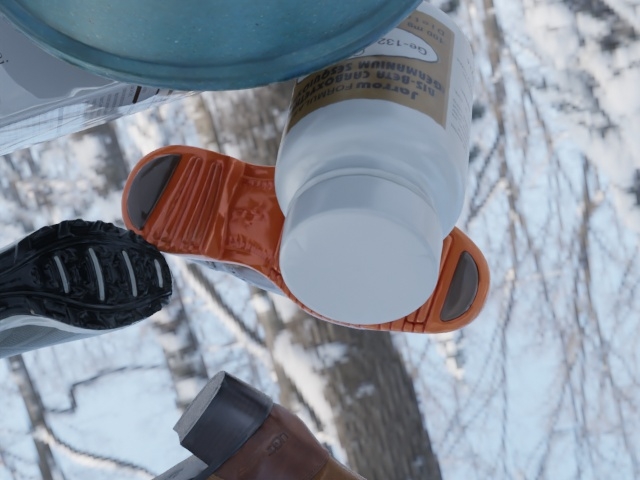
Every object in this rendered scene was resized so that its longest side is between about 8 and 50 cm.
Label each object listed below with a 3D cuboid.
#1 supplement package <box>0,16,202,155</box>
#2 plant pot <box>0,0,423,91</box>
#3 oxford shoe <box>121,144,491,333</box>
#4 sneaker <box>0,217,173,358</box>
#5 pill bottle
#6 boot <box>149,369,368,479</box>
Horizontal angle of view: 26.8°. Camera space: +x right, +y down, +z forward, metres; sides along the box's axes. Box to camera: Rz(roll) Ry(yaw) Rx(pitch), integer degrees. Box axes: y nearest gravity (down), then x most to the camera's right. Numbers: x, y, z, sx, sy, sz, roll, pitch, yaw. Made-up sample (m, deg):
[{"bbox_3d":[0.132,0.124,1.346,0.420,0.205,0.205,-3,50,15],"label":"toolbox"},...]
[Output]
[{"bbox_3d":[-0.173,-0.192,1.055,0.292,0.178,0.175,-20,180,-13],"label":"supplement package"},{"bbox_3d":[-0.075,-0.320,0.758,0.341,0.334,0.341,0,-120,1],"label":"plant pot"},{"bbox_3d":[0.000,0.000,1.191,0.363,0.130,0.132,20,176,31],"label":"oxford shoe"},{"bbox_3d":[-0.260,0.051,1.159,0.271,0.100,0.108,-11,166,-20],"label":"sneaker"},{"bbox_3d":[0.037,-0.058,0.930,0.131,0.131,0.229,-7,-139,16],"label":"pill bottle"},{"bbox_3d":[-0.048,0.287,1.158,0.264,0.280,0.096,-53,-167,-5],"label":"boot"}]
